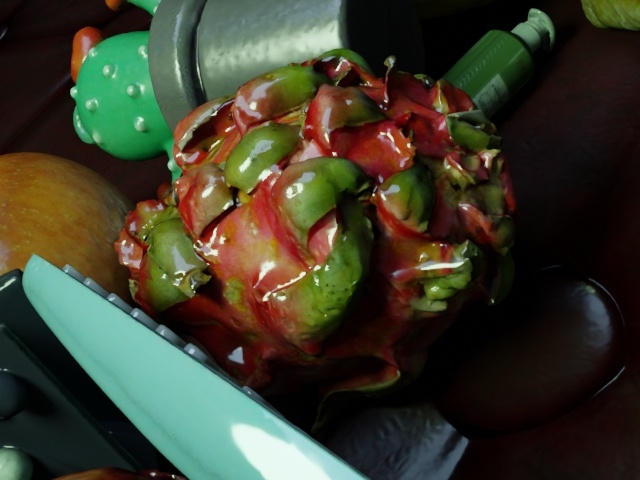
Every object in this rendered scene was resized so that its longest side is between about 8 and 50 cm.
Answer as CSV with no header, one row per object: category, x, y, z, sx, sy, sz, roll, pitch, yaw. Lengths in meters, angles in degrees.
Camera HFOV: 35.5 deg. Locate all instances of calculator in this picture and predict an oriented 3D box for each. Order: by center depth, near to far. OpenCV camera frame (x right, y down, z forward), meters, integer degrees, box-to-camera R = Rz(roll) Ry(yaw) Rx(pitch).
calculator,-0.048,0.115,0.597,0.054,0.256,0.386,-51,39,-9

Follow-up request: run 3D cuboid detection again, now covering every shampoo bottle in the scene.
shampoo bottle,0.143,-0.137,0.921,0.204,0.065,0.065,-46,35,-14

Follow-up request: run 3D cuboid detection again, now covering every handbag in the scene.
handbag,-0.302,0.155,0.751,0.325,0.269,0.118,-22,38,18

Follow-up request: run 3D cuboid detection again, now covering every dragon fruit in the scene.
dragon fruit,-0.004,-0.010,0.735,0.302,0.237,0.231,-4,39,25

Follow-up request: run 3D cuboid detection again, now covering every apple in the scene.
apple,-0.275,0.043,0.926,0.251,0.206,0.272,-14,40,33

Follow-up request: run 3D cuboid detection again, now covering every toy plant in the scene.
toy plant,-0.104,-0.144,0.953,0.400,0.279,0.185,-5,35,34

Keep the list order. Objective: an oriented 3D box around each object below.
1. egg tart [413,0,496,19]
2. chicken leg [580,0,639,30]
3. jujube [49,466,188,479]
egg tart,0.084,-0.329,1.037,0.443,0.178,0.443,-9,20,3
chicken leg,0.333,-0.192,0.777,0.201,0.153,0.429,-26,25,-10
jujube,-0.168,0.239,0.542,0.342,0.216,0.216,-34,29,35
